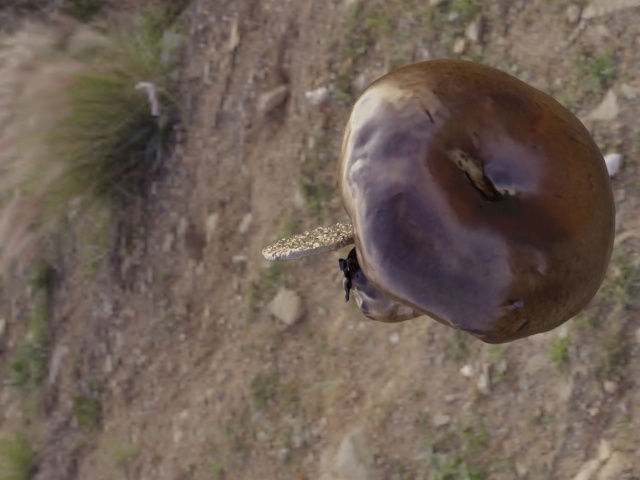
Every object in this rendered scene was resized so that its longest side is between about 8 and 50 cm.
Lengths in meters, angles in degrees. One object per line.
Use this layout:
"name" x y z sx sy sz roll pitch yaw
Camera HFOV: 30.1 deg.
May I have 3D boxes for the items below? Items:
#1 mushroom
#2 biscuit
"mushroom" 0.135 -0.038 1.089 0.254 0.267 0.267 174 95 -82
"biscuit" 0.000 0.000 1.157 0.120 0.120 0.015 -6 102 47
